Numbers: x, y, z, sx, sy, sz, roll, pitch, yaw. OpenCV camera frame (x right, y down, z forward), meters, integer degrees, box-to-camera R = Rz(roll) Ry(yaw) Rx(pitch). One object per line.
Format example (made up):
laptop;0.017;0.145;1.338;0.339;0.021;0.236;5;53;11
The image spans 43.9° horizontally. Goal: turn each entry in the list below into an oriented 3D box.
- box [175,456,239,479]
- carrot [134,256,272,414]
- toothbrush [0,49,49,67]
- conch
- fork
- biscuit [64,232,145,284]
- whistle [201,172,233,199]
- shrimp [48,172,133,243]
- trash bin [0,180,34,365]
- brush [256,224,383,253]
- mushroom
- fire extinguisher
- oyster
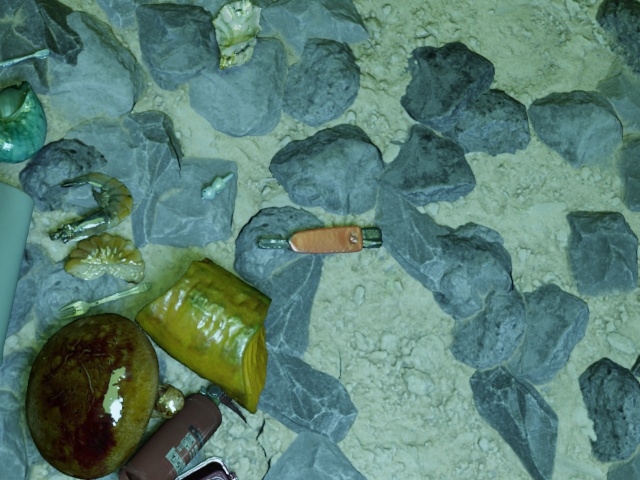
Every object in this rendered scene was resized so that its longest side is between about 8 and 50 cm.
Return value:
box;-0.291;0.620;1.730;0.294;0.167;0.193;-29;84;-16
carrot;-0.220;0.202;1.791;0.341;0.241;0.241;35;74;-1
toothbrush;-0.764;-0.426;1.917;0.220;0.019;0.016;-20;82;-15
conch;-0.731;-0.251;1.834;0.202;0.134;0.196;-25;44;-10
fork;-0.499;0.140;1.853;0.220;0.028;0.034;-17;78;-15
biscuit;-0.502;0.038;1.855;0.183;0.061;0.118;2;76;-9
whistle;-0.256;-0.134;1.959;0.100;0.035;0.035;-41;89;-18
shrimp;-0.555;-0.080;1.879;0.217;0.051;0.150;-30;83;-24
trash bin;-0.782;0.089;1.680;0.280;0.280;0.432;12;73;-10
brush;0.000;0.000;1.982;0.323;0.051;0.070;-2;86;-16
mushroom;-0.491;0.322;1.700;0.345;0.239;0.345;-8;48;9
fire extinguisher;-0.285;0.439;1.767;0.147;0.106;0.337;33;48;12
oyster;-0.208;-0.530;2.038;0.133;0.072;0.209;-8;61;-7
